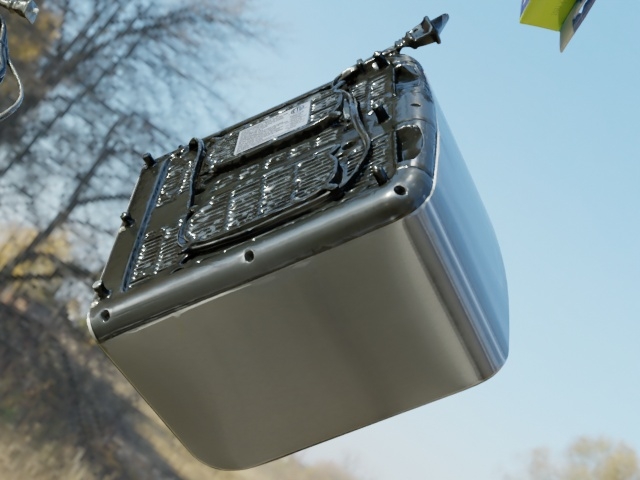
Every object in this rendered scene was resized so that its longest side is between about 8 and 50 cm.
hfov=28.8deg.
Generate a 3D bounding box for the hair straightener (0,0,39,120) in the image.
[{"bbox_3d":[-0.247,-0.164,0.890,0.089,0.230,0.047,-5,-37,-5],"label":"hair straightener"}]

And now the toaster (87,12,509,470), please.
[{"bbox_3d":[0.000,0.000,0.595,0.110,0.186,0.168,60,16,-26],"label":"toaster"}]

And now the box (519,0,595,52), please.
[{"bbox_3d":[0.199,-0.257,1.014,0.042,0.178,0.109,11,-27,-6],"label":"box"}]
